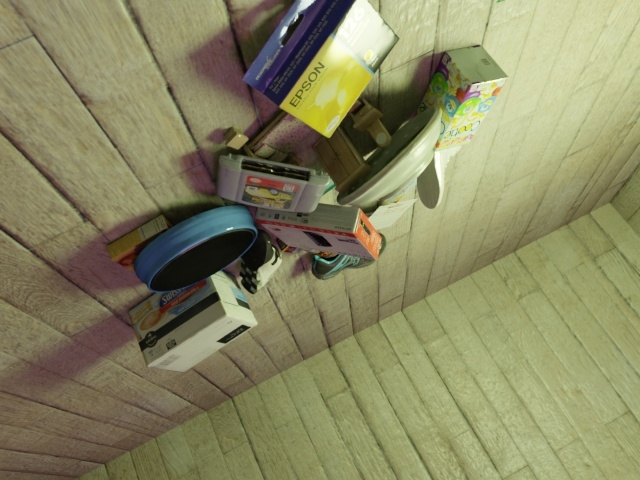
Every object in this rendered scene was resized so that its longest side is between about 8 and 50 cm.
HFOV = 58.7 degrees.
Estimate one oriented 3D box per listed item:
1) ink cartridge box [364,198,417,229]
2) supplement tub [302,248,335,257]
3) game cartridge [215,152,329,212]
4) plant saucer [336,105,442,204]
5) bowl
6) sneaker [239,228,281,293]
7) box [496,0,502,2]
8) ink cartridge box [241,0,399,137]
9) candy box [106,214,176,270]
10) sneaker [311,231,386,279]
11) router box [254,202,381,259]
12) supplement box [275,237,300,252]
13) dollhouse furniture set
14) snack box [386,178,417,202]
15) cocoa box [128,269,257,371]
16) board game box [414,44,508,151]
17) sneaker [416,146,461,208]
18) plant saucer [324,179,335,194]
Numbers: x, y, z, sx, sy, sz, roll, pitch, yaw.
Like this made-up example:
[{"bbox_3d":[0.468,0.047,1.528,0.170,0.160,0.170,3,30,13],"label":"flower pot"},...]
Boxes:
[{"bbox_3d":[0.239,-0.108,2.194,0.189,0.066,0.232,-14,156,-28],"label":"ink cartridge box"},{"bbox_3d":[0.000,0.000,2.102,0.117,0.117,0.190,-37,154,16],"label":"supplement tub"},{"bbox_3d":[-0.138,-0.149,1.564,0.294,0.060,0.196,9,160,-10],"label":"game cartridge"},{"bbox_3d":[0.221,-0.222,1.674,0.400,0.100,0.400,-42,-170,9],"label":"plant saucer"},{"bbox_3d":[-0.369,0.035,1.735,0.391,0.077,0.391,-30,166,-8],"label":"bowl"},{"bbox_3d":[-0.201,0.048,2.009,0.146,0.122,0.331,-36,161,-31],"label":"sneaker"},{"bbox_3d":[0.498,-0.684,1.416,0.105,0.043,0.179,-22,152,-17],"label":"box"},{"bbox_3d":[0.015,-0.416,1.299,0.304,0.072,0.307,-52,152,13],"label":"ink cartridge box"},{"bbox_3d":[-0.505,0.007,1.650,0.186,0.053,0.109,-29,157,1],"label":"candy box"},{"bbox_3d":[0.122,0.050,2.323,0.340,0.125,0.140,-26,151,-12],"label":"sneaker"},{"bbox_3d":[0.003,-0.037,1.836,0.335,0.082,0.301,9,166,22],"label":"router box"},{"bbox_3d":[-0.113,0.011,2.077,0.043,0.055,0.083,-42,153,27],"label":"supplement box"},{"bbox_3d":[-0.014,-0.266,1.509,0.303,0.174,0.355,-41,153,22],"label":"dollhouse furniture set"},{"bbox_3d":[0.278,-0.226,2.024,0.174,0.070,0.207,2,142,-50],"label":"snack box"},{"bbox_3d":[-0.450,0.274,2.010,0.347,0.228,0.231,-33,155,9],"label":"cocoa box"},{"bbox_3d":[0.409,-0.419,1.704,0.142,0.144,0.275,-17,152,-23],"label":"board game box"},{"bbox_3d":[0.417,-0.261,1.946,0.169,0.108,0.293,-31,132,-32],"label":"sneaker"},{"bbox_3d":[0.029,-0.190,1.890,0.192,0.018,0.067,-36,155,12],"label":"plant saucer"}]
